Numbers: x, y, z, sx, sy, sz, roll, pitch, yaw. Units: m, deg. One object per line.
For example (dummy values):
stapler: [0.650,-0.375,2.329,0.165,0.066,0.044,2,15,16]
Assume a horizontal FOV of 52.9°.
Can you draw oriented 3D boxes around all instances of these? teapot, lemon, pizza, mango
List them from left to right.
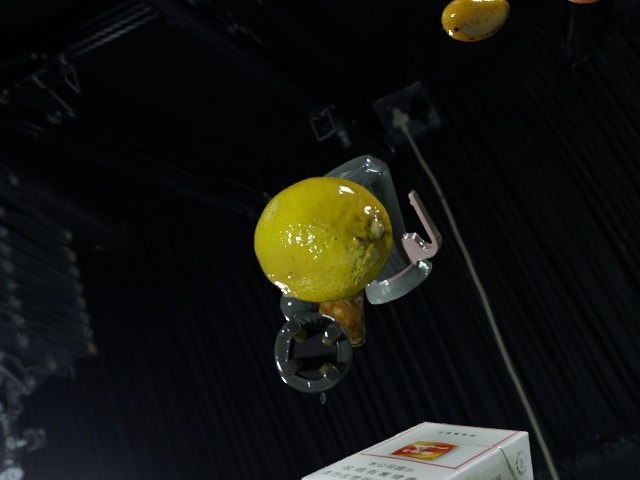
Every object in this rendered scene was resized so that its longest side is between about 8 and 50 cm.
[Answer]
lemon: [0.002,0.000,1.163,0.235,0.236,0.263,-1,-32,-41]
pizza: [0.035,0.136,1.423,0.184,0.176,0.036,20,-1,-10]
teapot: [0.144,-0.035,1.675,0.300,0.344,0.253,-20,19,39]
mango: [0.416,-0.596,1.735,0.177,0.090,0.115,-2,-50,-4]

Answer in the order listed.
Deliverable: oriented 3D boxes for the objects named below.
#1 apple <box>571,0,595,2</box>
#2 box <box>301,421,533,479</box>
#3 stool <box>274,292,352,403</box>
apple: [0.719,-0.740,1.715,0.164,0.210,0.209,11,-23,4]
box: [0.161,0.378,1.013,0.210,0.095,0.330,-9,-4,44]
stool: [-0.029,0.199,1.252,0.153,0.228,0.139,-37,-12,-7]
